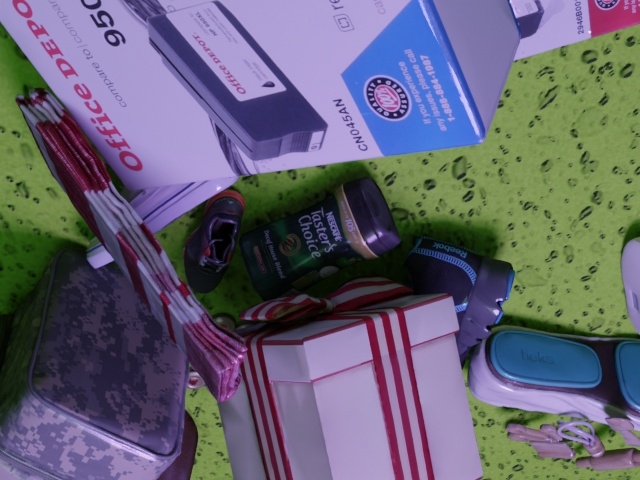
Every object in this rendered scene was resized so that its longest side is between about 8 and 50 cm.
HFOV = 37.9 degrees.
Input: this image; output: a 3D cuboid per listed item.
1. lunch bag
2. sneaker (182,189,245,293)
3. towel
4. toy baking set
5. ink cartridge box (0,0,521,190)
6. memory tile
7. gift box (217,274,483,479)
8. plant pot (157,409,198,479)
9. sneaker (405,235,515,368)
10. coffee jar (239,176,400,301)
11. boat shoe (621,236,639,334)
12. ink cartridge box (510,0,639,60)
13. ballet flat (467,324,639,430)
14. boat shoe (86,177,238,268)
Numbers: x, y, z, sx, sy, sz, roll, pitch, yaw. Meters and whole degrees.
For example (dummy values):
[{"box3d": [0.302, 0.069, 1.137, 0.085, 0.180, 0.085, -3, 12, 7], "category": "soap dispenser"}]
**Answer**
[{"box3d": [-0.308, 0.201, 1.120, 0.212, 0.305, 0.256, 28, 119, -25], "category": "lunch bag"}, {"box3d": [-0.134, 0.013, 1.141, 0.061, 0.065, 0.158, 10, 126, -14], "category": "sneaker"}, {"box3d": [-0.185, 0.015, 0.946, 0.037, 0.329, 0.237, -36, 171, -15], "category": "towel"}, {"box3d": [0.387, 0.302, 1.368, 0.197, 0.030, 0.256, 22, 155, -26], "category": "toy baking set"}, {"box3d": [-0.066, -0.212, 0.810, 0.395, 0.166, 0.285, -5, 133, 32], "category": "ink cartridge box"}, {"box3d": [-0.122, 0.166, 1.298, 0.113, 0.012, 0.148, 17, 124, -19], "category": "memory tile"}, {"box3d": [0.002, 0.186, 1.116, 0.255, 0.258, 0.276, -13, -177, -42], "category": "gift box"}, {"box3d": [-0.281, 0.363, 1.298, 0.215, 0.230, 0.215, -3, 128, -4], "category": "plant pot"}, {"box3d": [0.138, 0.133, 1.257, 0.139, 0.125, 0.341, 25, 126, 6], "category": "sneaker"}, {"box3d": [0.000, 0.000, 1.124, 0.184, 0.096, 0.079, -26, 157, 13], "category": "coffee jar"}, {"box3d": [0.450, 0.059, 1.248, 0.063, 0.066, 0.184, -25, 126, -5], "category": "boat shoe"}, {"box3d": [0.165, -0.283, 0.908, 0.273, 0.114, 0.197, -15, 129, 7], "category": "ink cartridge box"}, {"box3d": [0.394, 0.209, 1.333, 0.400, 0.139, 0.139, 11, 126, -10], "category": "ballet flat"}, {"box3d": [-0.197, -0.050, 1.089, 0.226, 0.083, 0.076, -31, 97, 20], "category": "boat shoe"}]
